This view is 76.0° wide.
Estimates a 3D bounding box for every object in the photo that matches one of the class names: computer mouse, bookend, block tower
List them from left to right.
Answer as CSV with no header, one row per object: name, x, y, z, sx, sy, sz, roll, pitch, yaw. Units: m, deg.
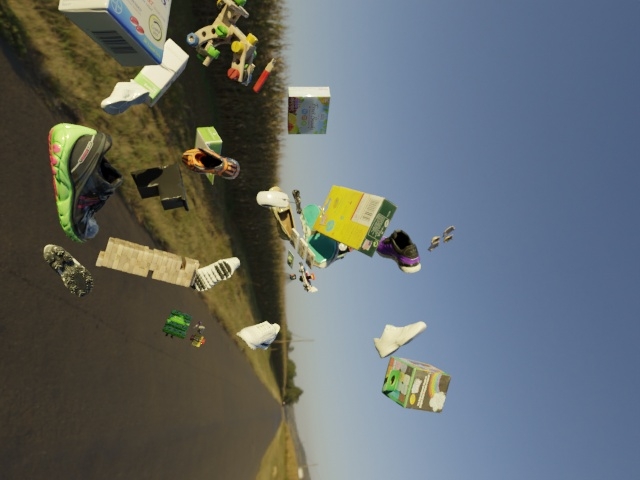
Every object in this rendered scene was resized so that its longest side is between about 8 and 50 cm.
block tower,-0.621,0.080,1.496,0.091,0.336,0.097,32,-76,64
bookend,-0.537,-0.164,1.375,0.072,0.156,0.157,102,-30,-59
computer mouse,-0.166,-0.166,1.694,0.042,0.193,0.106,159,-69,-63

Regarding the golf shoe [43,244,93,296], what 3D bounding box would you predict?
golf shoe,-0.791,0.089,1.290,0.094,0.077,0.198,21,-42,42

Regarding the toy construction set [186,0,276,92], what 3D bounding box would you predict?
toy construction set,-0.275,-0.694,1.437,0.237,0.309,0.257,-51,-124,17

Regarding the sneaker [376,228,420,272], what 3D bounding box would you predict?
sneaker,0.318,0.012,1.717,0.293,0.102,0.146,39,-35,58

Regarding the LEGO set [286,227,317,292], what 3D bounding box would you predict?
LEGO set,-0.070,0.094,1.662,0.182,0.060,0.244,48,-40,38

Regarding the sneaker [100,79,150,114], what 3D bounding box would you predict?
sneaker,-0.530,-0.382,1.091,0.054,0.061,0.152,-41,-171,41

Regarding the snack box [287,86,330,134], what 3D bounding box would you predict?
snack box,-0.054,-0.556,1.765,0.207,0.175,0.070,100,-15,-57

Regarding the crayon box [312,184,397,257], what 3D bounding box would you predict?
crayon box,0.115,-0.082,1.511,0.318,0.081,0.202,28,-89,54

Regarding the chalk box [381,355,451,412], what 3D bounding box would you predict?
chalk box,0.403,0.641,1.844,0.179,0.289,0.180,7,-102,65

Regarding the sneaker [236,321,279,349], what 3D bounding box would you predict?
sneaker,-0.221,0.334,1.484,0.090,0.095,0.235,45,0,17

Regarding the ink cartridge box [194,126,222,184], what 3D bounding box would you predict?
ink cartridge box,-0.581,-0.453,2.199,0.255,0.097,0.188,55,-38,26

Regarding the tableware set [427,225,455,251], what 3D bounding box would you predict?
tableware set,0.605,-0.005,2.049,0.020,0.169,0.141,57,-2,29

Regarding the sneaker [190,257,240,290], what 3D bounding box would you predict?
sneaker,-0.503,0.155,1.929,0.110,0.292,0.118,66,24,-10

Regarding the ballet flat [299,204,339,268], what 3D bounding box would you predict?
ballet flat,0.000,0.000,1.785,0.408,0.147,0.147,-102,-170,-49

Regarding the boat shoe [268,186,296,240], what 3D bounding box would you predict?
boat shoe,-0.177,-0.129,2.019,0.089,0.105,0.285,17,-48,50

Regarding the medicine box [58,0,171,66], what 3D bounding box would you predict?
medicine box,-0.581,-0.713,1.200,0.263,0.149,0.289,40,55,-77

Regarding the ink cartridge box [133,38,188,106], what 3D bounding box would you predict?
ink cartridge box,-0.760,-0.788,1.943,0.272,0.115,0.198,-55,-157,-10

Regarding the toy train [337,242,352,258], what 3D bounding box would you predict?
toy train,0.131,0.029,2.493,0.142,0.190,0.334,63,-14,1

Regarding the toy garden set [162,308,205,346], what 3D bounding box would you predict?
toy garden set,-0.675,0.445,2.055,0.049,0.204,0.244,-64,-167,7

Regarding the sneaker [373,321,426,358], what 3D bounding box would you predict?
sneaker,0.278,0.338,1.484,0.080,0.212,0.094,15,41,-55

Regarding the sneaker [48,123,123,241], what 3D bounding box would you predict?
sneaker,-0.770,-0.163,1.374,0.185,0.202,0.482,63,-37,29

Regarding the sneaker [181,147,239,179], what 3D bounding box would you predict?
sneaker,-0.530,-0.367,1.830,0.180,0.321,0.124,15,89,-65
